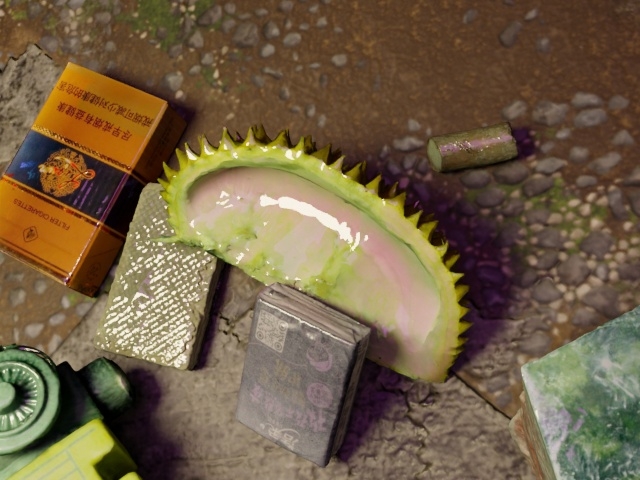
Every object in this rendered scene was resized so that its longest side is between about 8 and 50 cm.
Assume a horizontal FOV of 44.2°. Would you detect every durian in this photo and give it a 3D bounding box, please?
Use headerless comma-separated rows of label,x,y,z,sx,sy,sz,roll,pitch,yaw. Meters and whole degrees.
durian,0.000,0.000,0.773,0.351,0.158,0.169,29,84,7

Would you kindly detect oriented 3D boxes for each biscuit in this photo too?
biscuit,-0.168,0.036,0.875,0.121,0.040,0.200,10,77,18

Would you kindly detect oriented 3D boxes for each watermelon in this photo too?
watermelon,0.268,0.184,0.656,0.387,0.258,0.228,45,70,-21

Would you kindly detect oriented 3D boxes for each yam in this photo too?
yam,0.158,-0.097,0.827,0.094,0.043,0.043,-9,73,11

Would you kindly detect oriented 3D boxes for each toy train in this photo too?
toy train,-0.338,0.303,0.735,0.442,0.179,0.272,-35,70,-18

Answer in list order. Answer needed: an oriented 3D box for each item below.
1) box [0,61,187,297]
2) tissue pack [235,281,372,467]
box,-0.281,-0.073,0.919,0.152,0.070,0.237,24,83,18
tissue pack,-0.021,0.131,0.765,0.112,0.051,0.156,24,120,20
